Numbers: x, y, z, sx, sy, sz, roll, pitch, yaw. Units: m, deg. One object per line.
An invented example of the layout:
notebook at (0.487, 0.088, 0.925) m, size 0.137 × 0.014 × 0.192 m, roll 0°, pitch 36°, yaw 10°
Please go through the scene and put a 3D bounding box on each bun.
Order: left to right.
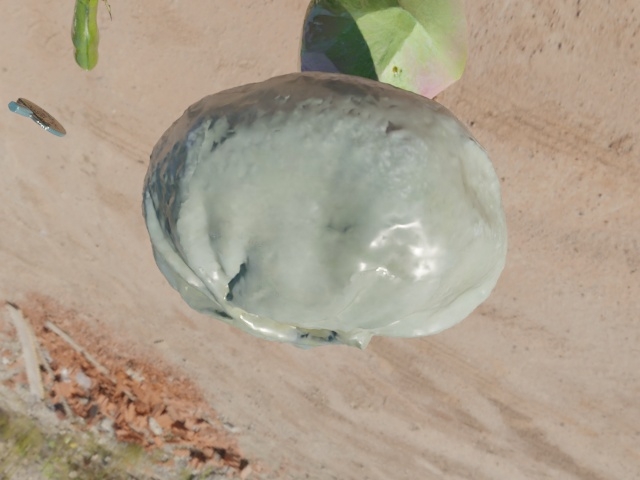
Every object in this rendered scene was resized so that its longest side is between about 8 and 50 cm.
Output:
bun at (0.002, -0.002, 0.556) m, size 0.354 × 0.194 × 0.354 m, roll 9°, pitch 155°, yaw 4°

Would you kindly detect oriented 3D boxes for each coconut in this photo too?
coconut at (0.080, -0.259, 0.764) m, size 0.236 × 0.204 × 0.236 m, roll 23°, pitch 180°, yaw 0°

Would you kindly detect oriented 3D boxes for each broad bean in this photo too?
broad bean at (-0.464, -0.420, 1.164) m, size 0.318 × 0.056 × 0.098 m, roll -10°, pitch 92°, yaw 63°

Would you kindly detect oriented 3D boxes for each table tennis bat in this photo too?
table tennis bat at (-0.541, -0.238, 1.112) m, size 0.100 × 0.019 × 0.155 m, roll 44°, pitch -177°, yaw 3°
